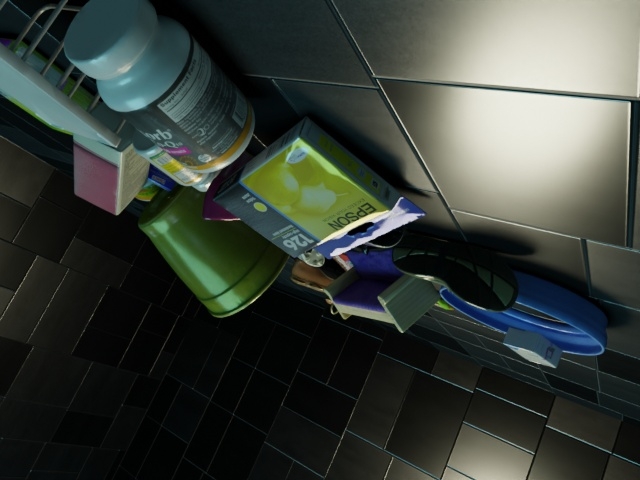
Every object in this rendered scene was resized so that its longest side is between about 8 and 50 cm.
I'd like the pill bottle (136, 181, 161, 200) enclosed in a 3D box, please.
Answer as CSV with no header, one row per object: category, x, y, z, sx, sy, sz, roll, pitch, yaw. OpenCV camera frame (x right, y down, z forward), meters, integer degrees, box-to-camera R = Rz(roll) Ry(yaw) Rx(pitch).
pill bottle,-0.538,-0.199,1.654,0.137,0.136,0.245,26,168,-3

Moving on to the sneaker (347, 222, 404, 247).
sneaker,0.046,-0.048,1.230,0.284,0.107,0.124,24,174,5

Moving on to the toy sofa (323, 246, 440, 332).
toy sofa,0.145,0.124,1.494,0.177,0.150,0.363,57,160,-12

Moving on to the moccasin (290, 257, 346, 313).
moccasin,0.061,0.182,2.001,0.380,0.146,0.139,23,-162,8

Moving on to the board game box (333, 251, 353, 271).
board game box,0.120,0.084,1.824,0.145,0.027,0.281,20,167,29

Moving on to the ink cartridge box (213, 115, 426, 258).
ink cartridge box,-0.009,-0.064,1.056,0.307,0.072,0.304,37,141,-23

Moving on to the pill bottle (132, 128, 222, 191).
pill bottle,-0.326,-0.200,1.267,0.118,0.117,0.208,17,166,35

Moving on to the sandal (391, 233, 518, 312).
sandal,0.297,0.062,1.189,0.303,0.120,0.086,26,177,40

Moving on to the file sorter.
file sorter,-0.443,-0.313,0.875,0.193,0.173,0.277,20,167,29

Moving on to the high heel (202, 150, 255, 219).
high heel,-0.110,-0.053,1.314,0.377,0.181,0.127,32,166,-30

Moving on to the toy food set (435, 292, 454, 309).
toy food set,0.375,0.197,1.770,0.192,0.038,0.132,12,163,48

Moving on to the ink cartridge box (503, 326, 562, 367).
ink cartridge box,0.534,0.268,1.354,0.122,0.052,0.089,34,165,-33

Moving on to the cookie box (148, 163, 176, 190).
cookie box,-0.430,-0.203,1.486,0.092,0.107,0.040,30,167,-23

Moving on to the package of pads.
package of pads,-0.681,-0.366,1.307,0.229,0.101,0.296,19,168,32

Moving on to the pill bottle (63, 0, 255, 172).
pill bottle,-0.233,-0.234,0.823,0.162,0.162,0.278,18,166,32

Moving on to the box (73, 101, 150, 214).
box,-0.506,-0.203,1.319,0.127,0.148,0.232,27,137,-1

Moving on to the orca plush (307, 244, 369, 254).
orca plush,0.000,0.000,1.514,0.287,0.102,0.151,19,167,24

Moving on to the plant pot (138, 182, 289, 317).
plant pot,-0.329,-0.022,1.606,0.353,0.366,0.367,45,160,-28

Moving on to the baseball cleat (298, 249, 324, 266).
baseball cleat,-0.077,0.019,1.883,0.206,0.072,0.109,36,179,-25

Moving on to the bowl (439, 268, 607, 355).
bowl,0.488,0.164,1.310,0.392,0.077,0.391,24,168,5
